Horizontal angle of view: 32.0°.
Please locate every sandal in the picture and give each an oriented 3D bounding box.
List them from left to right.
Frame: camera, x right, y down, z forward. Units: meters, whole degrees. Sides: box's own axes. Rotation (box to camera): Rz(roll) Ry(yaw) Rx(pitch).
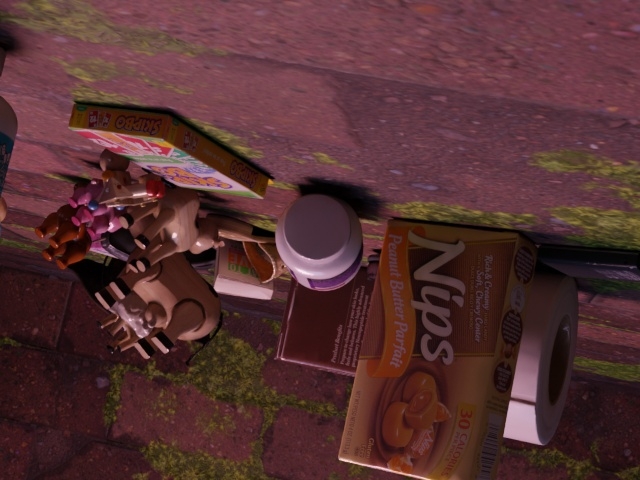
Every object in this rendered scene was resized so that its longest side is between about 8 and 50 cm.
[{"bbox_3d":[-0.095,0.027,1.798,0.240,0.079,0.088,19,169,-40],"label":"sandal"}]

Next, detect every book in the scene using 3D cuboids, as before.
[{"bbox_3d":[-0.126,0.044,1.861,0.096,0.035,0.144,13,-152,-10],"label":"book"}]

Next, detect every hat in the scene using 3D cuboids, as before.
[{"bbox_3d":[-0.333,0.077,2.230,0.331,0.134,0.331,29,-173,-4],"label":"hat"}]

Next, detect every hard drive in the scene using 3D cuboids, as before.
[{"bbox_3d":[0.351,0.031,1.388,0.135,0.022,0.094,4,168,41],"label":"hard drive"}]

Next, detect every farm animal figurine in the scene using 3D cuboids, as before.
[{"bbox_3d":[-0.240,0.021,1.624,0.330,0.172,0.327,2,125,50],"label":"farm animal figurine"}]

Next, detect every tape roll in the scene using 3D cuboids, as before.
[{"bbox_3d":[0.261,0.157,1.596,0.169,0.246,0.246,8,170,23],"label":"tape roll"}]

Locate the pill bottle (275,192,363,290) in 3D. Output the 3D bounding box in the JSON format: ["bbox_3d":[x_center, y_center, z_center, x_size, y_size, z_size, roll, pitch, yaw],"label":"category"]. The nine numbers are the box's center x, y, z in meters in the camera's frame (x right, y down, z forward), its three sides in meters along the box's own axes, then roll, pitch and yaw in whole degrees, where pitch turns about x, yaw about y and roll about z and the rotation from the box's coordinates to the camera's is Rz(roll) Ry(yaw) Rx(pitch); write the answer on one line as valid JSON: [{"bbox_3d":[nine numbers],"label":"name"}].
[{"bbox_3d":[0.000,0.000,1.399,0.108,0.108,0.193,12,172,4],"label":"pill bottle"}]

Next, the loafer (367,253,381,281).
[{"bbox_3d":[0.208,0.096,1.765,0.302,0.095,0.109,16,171,-21],"label":"loafer"}]

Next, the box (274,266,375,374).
[{"bbox_3d":[0.122,0.162,1.998,0.381,0.191,0.143,14,171,-7],"label":"box"}]

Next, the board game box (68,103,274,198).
[{"bbox_3d":[-0.160,-0.095,1.267,0.124,0.039,0.259,9,174,25],"label":"board game box"}]

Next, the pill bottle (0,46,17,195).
[{"bbox_3d":[-0.362,-0.059,1.008,0.146,0.264,0.146,11,172,2],"label":"pill bottle"}]

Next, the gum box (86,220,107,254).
[{"bbox_3d":[-0.336,0.008,2.064,0.188,0.062,0.107,17,170,-33],"label":"gum box"}]

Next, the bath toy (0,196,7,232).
[{"bbox_3d":[-0.699,-0.071,1.871,0.348,0.151,0.129,11,133,22],"label":"bath toy"}]

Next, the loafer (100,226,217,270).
[{"bbox_3d":[-0.276,0.008,1.966,0.223,0.076,0.078,12,168,-31],"label":"loafer"}]

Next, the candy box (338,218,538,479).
[{"bbox_3d":[0.149,0.141,1.399,0.183,0.316,0.087,7,169,31],"label":"candy box"}]

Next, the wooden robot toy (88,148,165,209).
[{"bbox_3d":[-0.232,-0.082,1.343,0.076,0.079,0.173,-14,180,9],"label":"wooden robot toy"}]
